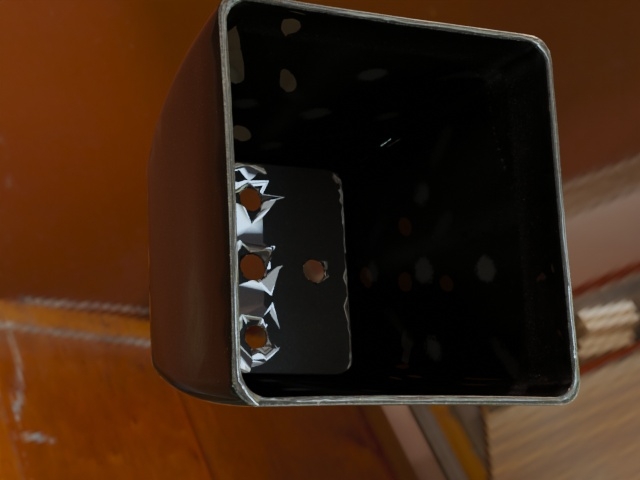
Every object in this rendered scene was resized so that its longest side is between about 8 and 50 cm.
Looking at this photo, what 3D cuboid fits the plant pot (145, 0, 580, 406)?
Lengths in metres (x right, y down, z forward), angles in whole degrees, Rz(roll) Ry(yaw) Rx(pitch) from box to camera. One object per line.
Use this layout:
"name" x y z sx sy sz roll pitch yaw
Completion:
"plant pot" 0.000 0.000 0.749 0.188 0.187 0.167 4 166 -30
